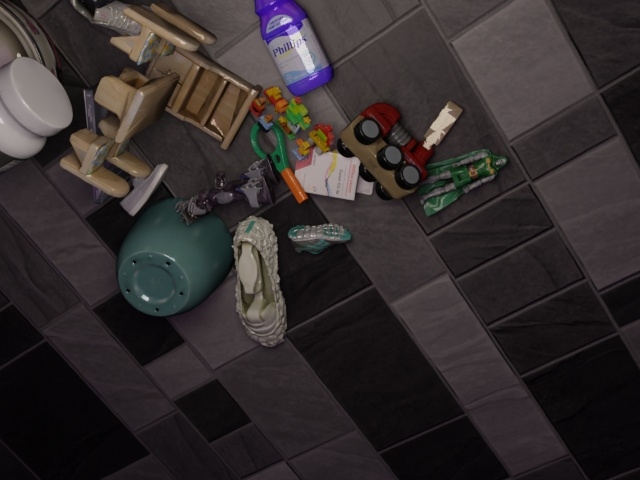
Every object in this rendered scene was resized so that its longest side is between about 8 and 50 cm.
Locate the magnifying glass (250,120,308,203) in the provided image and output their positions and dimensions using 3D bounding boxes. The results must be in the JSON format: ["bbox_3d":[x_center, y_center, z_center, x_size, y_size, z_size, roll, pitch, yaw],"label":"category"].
[{"bbox_3d":[-0.099,-0.196,1.575,0.092,0.026,0.230,-35,81,38],"label":"magnifying glass"}]

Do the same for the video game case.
[{"bbox_3d":[-0.520,-0.251,1.558,0.026,0.196,0.274,6,114,3],"label":"video game case"}]

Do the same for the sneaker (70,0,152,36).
[{"bbox_3d":[-0.479,-0.520,1.480,0.232,0.115,0.090,20,114,-2],"label":"sneaker"}]

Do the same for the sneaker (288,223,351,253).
[{"bbox_3d":[0.000,0.000,1.682,0.167,0.065,0.076,1,130,10],"label":"sneaker"}]

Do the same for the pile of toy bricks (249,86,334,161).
[{"bbox_3d":[-0.064,-0.291,1.483,0.212,0.118,0.105,49,140,7],"label":"pile of toy bricks"}]

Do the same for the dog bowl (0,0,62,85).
[{"bbox_3d":[-0.828,-0.417,1.554,0.408,0.150,0.407,3,114,7],"label":"dog bowl"}]

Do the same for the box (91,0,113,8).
[{"bbox_3d":[-0.339,-0.643,1.247,0.182,0.296,0.294,55,150,-15],"label":"box"}]

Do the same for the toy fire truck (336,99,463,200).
[{"bbox_3d":[0.200,-0.252,1.509,0.217,0.246,0.158,47,151,-7],"label":"toy fire truck"}]

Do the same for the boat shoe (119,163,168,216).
[{"bbox_3d":[-0.470,-0.145,1.676,0.063,0.066,0.184,39,122,-10],"label":"boat shoe"}]

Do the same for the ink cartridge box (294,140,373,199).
[{"bbox_3d":[0.039,-0.172,1.589,0.198,0.067,0.115,10,114,4],"label":"ink cartridge box"}]

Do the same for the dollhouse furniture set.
[{"bbox_3d":[-0.316,-0.298,1.402,0.257,0.394,0.362,31,114,-6],"label":"dollhouse furniture set"}]

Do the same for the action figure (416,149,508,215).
[{"bbox_3d":[0.348,-0.160,1.560,0.232,0.063,0.137,-22,106,12],"label":"action figure"}]

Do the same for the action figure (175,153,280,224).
[{"bbox_3d":[-0.243,-0.118,1.582,0.285,0.185,0.099,-15,120,20],"label":"action figure"}]

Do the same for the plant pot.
[{"bbox_3d":[-0.394,0.064,1.658,0.293,0.235,0.292,3,114,6],"label":"plant pot"}]

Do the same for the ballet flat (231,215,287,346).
[{"bbox_3d":[-0.179,0.136,1.717,0.147,0.147,0.408,-2,114,9],"label":"ballet flat"}]

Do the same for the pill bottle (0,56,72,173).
[{"bbox_3d":[-0.757,-0.251,1.420,0.363,0.210,0.210,-24,108,17],"label":"pill bottle"}]

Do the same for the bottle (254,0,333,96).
[{"bbox_3d":[-0.075,-0.480,1.457,0.118,0.092,0.282,-21,109,18],"label":"bottle"}]
